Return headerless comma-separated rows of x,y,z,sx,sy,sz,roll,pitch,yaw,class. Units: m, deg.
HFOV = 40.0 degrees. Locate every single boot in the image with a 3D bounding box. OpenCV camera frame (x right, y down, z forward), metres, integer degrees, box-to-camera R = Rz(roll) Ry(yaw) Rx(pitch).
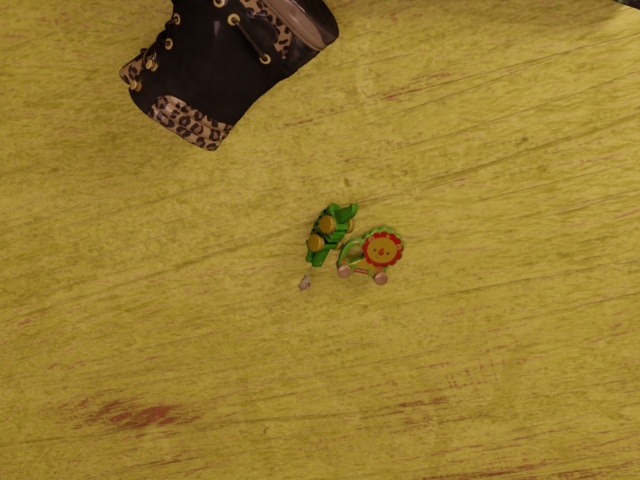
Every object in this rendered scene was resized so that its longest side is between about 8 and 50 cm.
-0.195,-0.327,1.250,0.377,0.138,0.284,38,119,-15,boot

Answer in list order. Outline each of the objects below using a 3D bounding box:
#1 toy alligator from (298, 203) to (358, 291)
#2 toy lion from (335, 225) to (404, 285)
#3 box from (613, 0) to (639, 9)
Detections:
0.000,0.000,1.429,0.051,0.056,0.190,54,126,31,toy alligator
0.083,0.020,1.425,0.100,0.034,0.096,10,115,-9,toy lion
0.382,-0.425,1.098,0.159,0.044,0.233,13,121,-13,box
